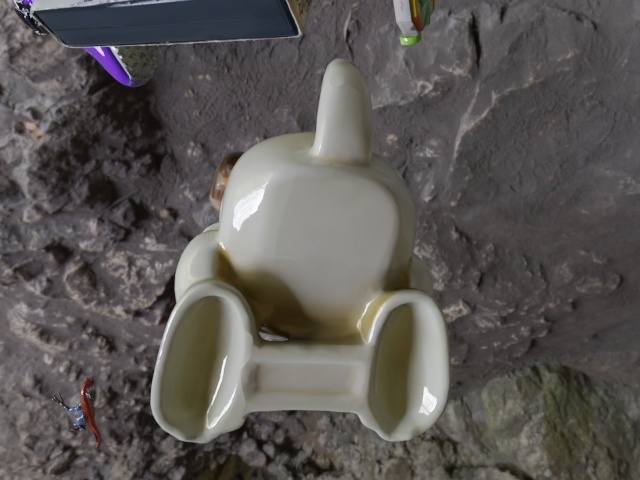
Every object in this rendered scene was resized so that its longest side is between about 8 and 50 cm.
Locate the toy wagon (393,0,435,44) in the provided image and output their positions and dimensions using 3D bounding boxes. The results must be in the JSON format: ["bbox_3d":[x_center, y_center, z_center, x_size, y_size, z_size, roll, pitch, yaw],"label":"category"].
[{"bbox_3d":[0.249,-0.692,1.215,0.068,0.345,0.267,5,134,26],"label":"toy wagon"}]

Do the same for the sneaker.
[{"bbox_3d":[-0.366,-0.338,0.687,0.146,0.102,0.294,-29,97,26],"label":"sneaker"}]

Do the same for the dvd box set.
[{"bbox_3d":[-0.121,-0.410,0.530,0.307,0.421,0.062,7,161,20],"label":"dvd box set"}]

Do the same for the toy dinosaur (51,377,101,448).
[{"bbox_3d":[-0.321,0.230,0.648,0.090,0.047,0.082,38,126,1],"label":"toy dinosaur"}]

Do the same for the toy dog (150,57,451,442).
[{"bbox_3d":[-0.047,-0.009,0.593,0.284,0.408,0.396,-5,108,-8],"label":"toy dog"}]
